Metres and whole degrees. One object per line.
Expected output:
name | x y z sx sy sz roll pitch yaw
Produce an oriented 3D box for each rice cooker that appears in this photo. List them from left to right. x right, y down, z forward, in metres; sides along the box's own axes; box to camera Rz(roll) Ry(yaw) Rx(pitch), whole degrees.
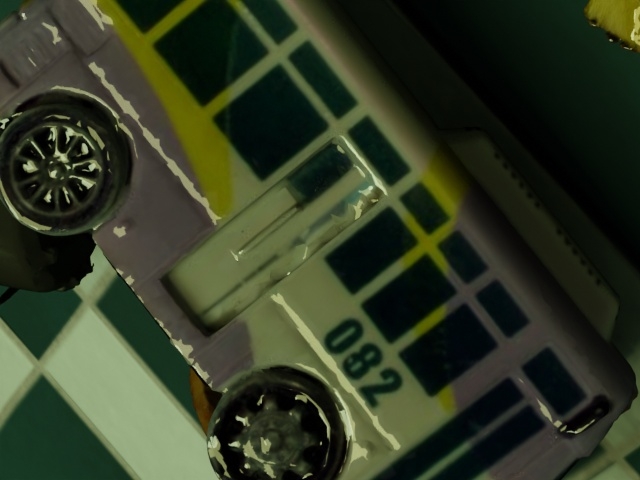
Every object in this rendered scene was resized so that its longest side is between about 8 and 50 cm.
rice cooker | -0.242 -0.043 1.384 0.118 0.142 0.203 15 131 21

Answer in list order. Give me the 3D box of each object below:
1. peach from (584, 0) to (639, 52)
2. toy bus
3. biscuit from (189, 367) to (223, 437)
peach | 0.211 -0.147 0.907 0.151 0.118 0.151 177 90 -69
toy bus | 0.000 0.000 1.095 0.249 0.209 0.440 -38 87 6
biscuit | -0.017 0.127 1.255 0.188 0.188 0.027 49 125 5
